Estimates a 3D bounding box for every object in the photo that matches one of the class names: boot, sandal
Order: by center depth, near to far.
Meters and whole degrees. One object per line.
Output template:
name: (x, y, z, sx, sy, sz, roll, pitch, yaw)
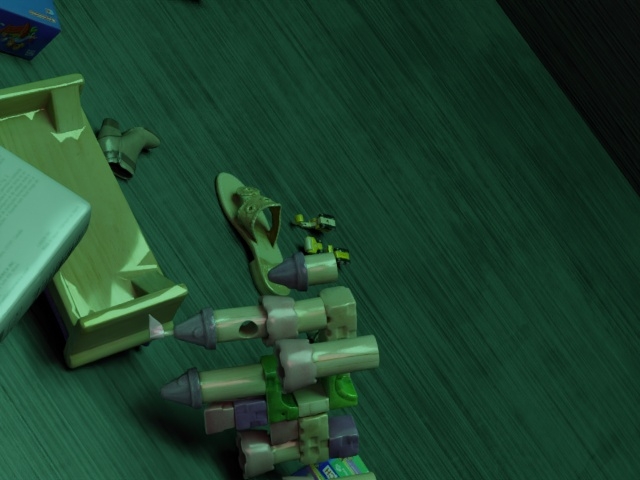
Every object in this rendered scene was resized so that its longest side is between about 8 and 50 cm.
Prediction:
boot: (-0.286, -0.131, 1.879, 0.118, 0.042, 0.087, 19, 51, -39)
sandal: (-0.085, -0.025, 1.981, 0.088, 0.079, 0.240, 7, 53, -48)

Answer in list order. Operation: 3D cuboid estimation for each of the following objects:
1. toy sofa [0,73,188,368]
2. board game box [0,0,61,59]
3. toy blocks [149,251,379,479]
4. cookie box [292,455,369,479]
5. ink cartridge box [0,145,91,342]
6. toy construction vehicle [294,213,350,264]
toy sofa: (-0.328, -0.020, 1.645, 0.150, 0.177, 0.362, -18, 72, -30)
board game box: (-0.547, -0.410, 1.768, 0.347, 0.078, 0.233, 14, 48, -49)
toy blocks: (-0.084, 0.186, 1.642, 0.260, 0.288, 0.309, -8, 31, -10)
cookie box: (0.023, 0.343, 1.791, 0.092, 0.040, 0.107, 56, 33, 5)
ink cartridge box: (-0.500, -0.019, 1.413, 0.385, 0.091, 0.308, 32, 53, 0)
toy construction vehicle: (0.000, 0.000, 2.111, 0.098, 0.035, 0.086, 10, 62, -43)
